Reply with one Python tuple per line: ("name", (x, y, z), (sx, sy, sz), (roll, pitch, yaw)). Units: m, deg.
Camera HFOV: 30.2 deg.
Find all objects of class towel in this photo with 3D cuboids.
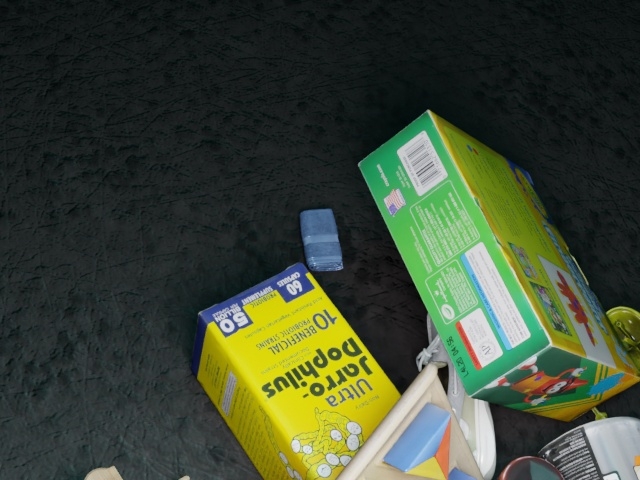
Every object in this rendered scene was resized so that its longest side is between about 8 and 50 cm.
("towel", (0.000, 0.000, 2.106), (0.067, 0.029, 0.120), (-2, 58, -13))

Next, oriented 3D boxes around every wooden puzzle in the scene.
("wooden puzzle", (0.121, 0.389, 1.667), (0.080, 0.348, 0.322), (22, 59, 36))

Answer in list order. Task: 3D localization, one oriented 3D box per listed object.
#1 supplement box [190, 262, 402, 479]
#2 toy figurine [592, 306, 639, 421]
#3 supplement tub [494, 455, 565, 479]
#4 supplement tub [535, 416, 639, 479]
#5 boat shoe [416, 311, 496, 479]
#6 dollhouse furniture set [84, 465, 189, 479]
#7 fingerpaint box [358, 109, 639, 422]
("supplement box", (-0.024, 0.249, 1.839), (0.194, 0.195, 0.356), (-27, 66, -25))
("toy figurine", (0.609, 0.292, 2.001), (0.217, 0.191, 0.363), (9, 37, -44))
("supplement tub", (0.295, 0.408, 1.795), (0.106, 0.198, 0.106), (5, 58, -8))
("supplement tub", (0.460, 0.442, 1.782), (0.193, 0.194, 0.316), (-8, 59, -16))
("boat shoe", (0.210, 0.244, 1.939), (0.103, 0.118, 0.321), (1, 65, -13))
("dollhouse furniture set", (-0.262, 0.356, 1.729), (0.161, 0.182, 0.101), (-27, 66, -25))
("fingerpaint box", (0.291, 0.053, 1.929), (0.371, 0.163, 0.445), (21, 39, -53))
